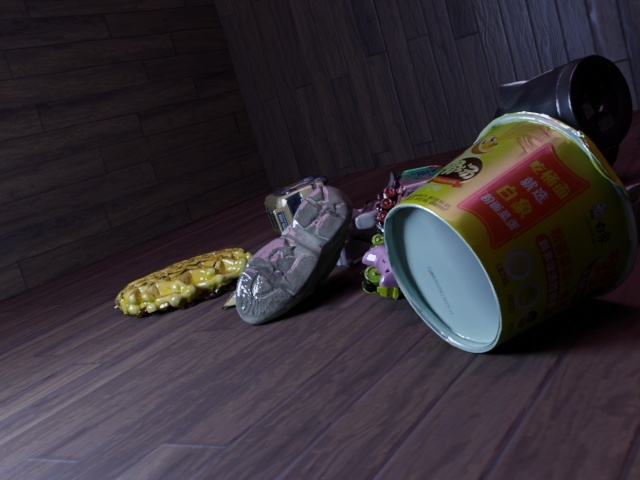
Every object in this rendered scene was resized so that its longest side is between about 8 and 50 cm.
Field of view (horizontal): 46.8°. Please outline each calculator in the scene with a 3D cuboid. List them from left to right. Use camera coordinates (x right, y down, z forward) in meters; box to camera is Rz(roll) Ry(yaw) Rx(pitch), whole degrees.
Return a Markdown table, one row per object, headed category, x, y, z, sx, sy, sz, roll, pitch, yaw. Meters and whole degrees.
| category | x | y | z | sx | sy | sz | roll | pitch | yaw |
| --- | --- | --- | --- | --- | --- | --- | --- | --- | --- |
| calculator | 0.231 | 0.041 | 1.286 | 0.294 | 0.043 | 0.194 | 0 | 14 | -10 |

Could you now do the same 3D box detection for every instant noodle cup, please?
| category | x | y | z | sx | sy | sz | roll | pitch | yaw |
| --- | --- | --- | --- | --- | --- | --- | --- | --- | --- |
| instant noodle cup | 0.245 | 0.000 | 1.029 | 0.222 | 0.311 | 0.311 | -31 | 15 | -23 |

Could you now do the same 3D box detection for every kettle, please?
| category | x | y | z | sx | sy | sz | roll | pitch | yaw |
| --- | --- | --- | --- | --- | --- | --- | --- | --- | --- |
| kettle | 0.606 | -0.283 | 1.891 | 0.228 | 0.321 | 0.324 | -40 | 16 | -27 |

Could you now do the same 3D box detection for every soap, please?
| category | x | y | z | sx | sy | sz | roll | pitch | yaw |
| --- | --- | --- | --- | --- | --- | --- | --- | --- | --- |
| soap | 0.332 | -0.166 | 2.331 | 0.218 | 0.098 | 0.273 | -8 | 13 | 11 |

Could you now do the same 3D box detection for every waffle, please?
| category | x | y | z | sx | sy | sz | roll | pitch | yaw |
| --- | --- | --- | --- | --- | --- | --- | --- | --- | --- |
| waffle | -0.365 | 0.107 | 1.982 | 0.380 | 0.095 | 0.382 | -22 | 9 | -22 |

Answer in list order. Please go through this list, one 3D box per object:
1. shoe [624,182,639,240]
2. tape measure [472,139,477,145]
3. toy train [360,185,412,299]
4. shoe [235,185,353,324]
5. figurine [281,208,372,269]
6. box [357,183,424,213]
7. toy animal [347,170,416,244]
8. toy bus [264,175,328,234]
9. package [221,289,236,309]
| category | x | y | z | sx | sy | sz | roll | pitch | yaw |
| --- | --- | --- | --- | --- | --- | --- | --- | --- | --- |
| shoe | 0.482 | -0.033 | 1.320 | 0.228 | 0.099 | 0.125 | -23 | 14 | -16 |
| tape measure | 0.494 | -0.179 | 1.747 | 0.243 | 0.246 | 0.125 | -18 | 36 | 21 |
| toy train | 0.135 | -0.004 | 1.428 | 0.085 | 0.053 | 0.249 | 10 | 55 | 5 |
| shoe | -0.047 | 0.063 | 1.577 | 0.342 | 0.132 | 0.210 | -52 | -18 | -24 |
| figurine | 0.006 | 0.006 | 1.825 | 0.257 | 0.144 | 0.182 | -4 | 36 | 42 |
| box | 0.281 | -0.088 | 1.958 | 0.370 | 0.112 | 0.190 | -21 | 11 | -35 |
| toy animal | 0.226 | -0.060 | 1.663 | 0.344 | 0.194 | 0.302 | -13 | 16 | 2 |
| toy bus | -0.063 | -0.095 | 2.372 | 0.202 | 0.176 | 0.365 | -21 | 7 | -9 |
| package | -0.167 | 0.122 | 1.717 | 0.121 | 0.031 | 0.108 | -20 | 8 | 9 |
